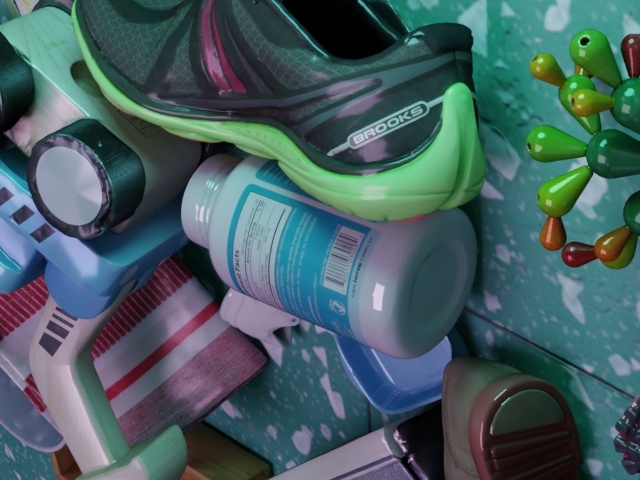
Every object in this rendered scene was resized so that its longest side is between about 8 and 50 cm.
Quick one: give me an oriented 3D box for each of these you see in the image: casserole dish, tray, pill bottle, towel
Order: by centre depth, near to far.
[{"bbox_3d":[0.000,0.000,1.559,0.264,0.146,0.146,22,132,33],"label":"pill bottle"},{"bbox_3d":[0.082,0.104,1.663,0.114,0.037,0.188,59,148,1],"label":"casserole dish"},{"bbox_3d":[-0.251,0.089,1.903,0.329,0.237,0.037,49,-172,-6],"label":"towel"},{"bbox_3d":[-0.210,0.293,2.176,0.411,0.076,0.203,27,135,42],"label":"tray"}]

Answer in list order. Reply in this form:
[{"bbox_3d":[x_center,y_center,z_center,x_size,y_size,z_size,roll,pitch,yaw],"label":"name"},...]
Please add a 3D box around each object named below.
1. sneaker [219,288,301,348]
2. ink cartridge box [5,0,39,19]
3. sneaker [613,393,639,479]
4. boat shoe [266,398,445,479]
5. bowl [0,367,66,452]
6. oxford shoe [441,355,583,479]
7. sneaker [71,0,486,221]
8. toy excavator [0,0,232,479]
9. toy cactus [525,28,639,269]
[{"bbox_3d":[-0.037,0.040,1.754,0.094,0.080,0.212,37,149,11],"label":"sneaker"},{"bbox_3d":[-0.314,-0.269,1.889,0.235,0.056,0.171,4,119,50],"label":"ink cartridge box"},{"bbox_3d":[0.333,0.077,1.245,0.121,0.112,0.299,50,134,4],"label":"sneaker"},{"bbox_3d":[0.049,0.284,1.761,0.340,0.127,0.158,-34,79,57],"label":"boat shoe"},{"bbox_3d":[-0.337,0.086,2.099,0.311,0.163,0.312,32,138,34],"label":"bowl"},{"bbox_3d":[0.187,0.262,1.596,0.130,0.123,0.348,34,137,60],"label":"oxford shoe"},{"bbox_3d":[-0.033,-0.174,1.511,0.482,0.185,0.202,24,115,38],"label":"sneaker"},{"bbox_3d":[-0.254,0.025,1.779,0.433,0.222,0.445,41,128,8],"label":"toy excavator"},{"bbox_3d":[0.244,-0.062,1.278,0.180,0.112,0.219,10,123,27],"label":"toy cactus"}]
